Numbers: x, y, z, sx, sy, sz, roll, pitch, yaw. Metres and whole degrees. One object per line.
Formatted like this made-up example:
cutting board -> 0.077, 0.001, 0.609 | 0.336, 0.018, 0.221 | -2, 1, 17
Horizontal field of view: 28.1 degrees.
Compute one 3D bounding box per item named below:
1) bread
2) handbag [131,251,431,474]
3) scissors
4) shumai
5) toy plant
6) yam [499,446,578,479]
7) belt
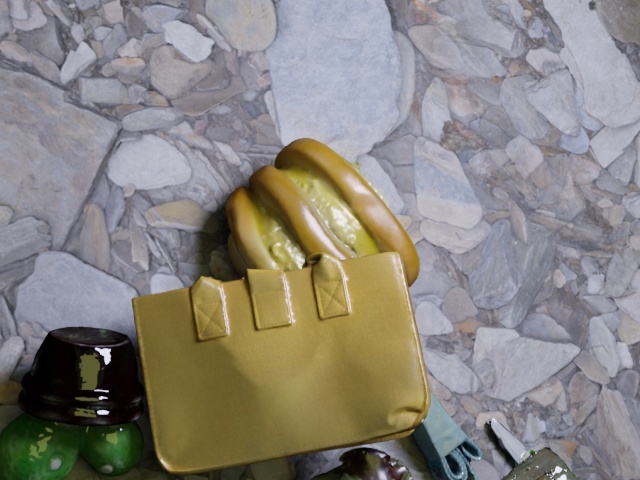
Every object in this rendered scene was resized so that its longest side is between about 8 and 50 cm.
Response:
bread -> 0.000, 0.000, 2.005 | 0.270, 0.211, 0.315 | -37, 87, -28
handbag -> -0.056, 0.171, 1.848 | 0.401, 0.133, 0.282 | -10, 81, 1
scissors -> 0.349, 0.373, 2.138 | 0.101, 0.027, 0.204 | -42, 94, -30
shumai -> 0.064, 0.414, 1.900 | 0.256, 0.218, 0.189 | -23, 75, -28
toy plant -> -0.347, 0.246, 1.805 | 0.218, 0.175, 0.235 | 4, 98, -29
yam -> 0.283, 0.470, 1.992 | 0.304, 0.168, 0.168 | -37, 91, -22
belt -> 0.165, 0.260, 2.049 | 0.087, 0.072, 0.302 | -35, 99, -28
